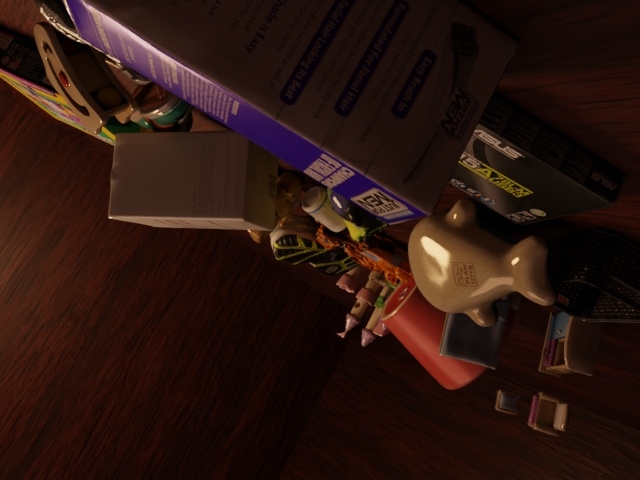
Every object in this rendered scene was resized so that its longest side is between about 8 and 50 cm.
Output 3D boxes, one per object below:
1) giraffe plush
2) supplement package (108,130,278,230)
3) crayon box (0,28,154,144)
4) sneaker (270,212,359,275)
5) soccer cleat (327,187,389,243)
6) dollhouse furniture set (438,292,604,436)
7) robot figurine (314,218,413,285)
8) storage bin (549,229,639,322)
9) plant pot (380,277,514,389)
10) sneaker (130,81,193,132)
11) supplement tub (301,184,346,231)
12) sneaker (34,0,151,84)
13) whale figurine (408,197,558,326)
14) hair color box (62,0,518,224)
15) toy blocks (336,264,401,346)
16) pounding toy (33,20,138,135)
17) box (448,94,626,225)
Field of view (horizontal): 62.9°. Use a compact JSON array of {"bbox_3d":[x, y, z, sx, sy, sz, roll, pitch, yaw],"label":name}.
[{"bbox_3d":[-0.147,-0.123,1.263,0.171,0.181,0.210,37,-154,8],"label":"giraffe plush"},{"bbox_3d":[-0.255,-0.118,1.082,0.293,0.177,0.175,2,176,14],"label":"supplement package"},{"bbox_3d":[-0.661,-0.385,1.397,0.363,0.106,0.313,25,171,19],"label":"crayon box"},{"bbox_3d":[0.000,0.000,1.547,0.385,0.145,0.147,25,-143,-50],"label":"sneaker"},{"bbox_3d":[0.077,-0.073,1.089,0.121,0.094,0.289,57,-177,17],"label":"soccer cleat"},{"bbox_3d":[0.376,0.219,1.088,0.304,0.286,0.198,14,167,12],"label":"dollhouse furniture set"},{"bbox_3d":[0.107,0.015,1.372,0.291,0.085,0.211,29,169,-3],"label":"robot figurine"},{"bbox_3d":[0.405,0.057,0.782,0.122,0.084,0.180,29,169,-2],"label":"storage bin"},{"bbox_3d":[0.305,0.201,1.335,0.243,0.275,0.275,38,170,-1],"label":"plant pot"},{"bbox_3d":[-0.296,-0.266,1.045,0.121,0.108,0.302,25,176,-32],"label":"sneaker"},{"bbox_3d":[0.015,-0.074,1.219,0.107,0.071,0.071,34,168,-35],"label":"supplement tub"},{"bbox_3d":[-0.340,-0.339,0.853,0.106,0.078,0.234,16,168,41],"label":"sneaker"},{"bbox_3d":[0.268,0.031,0.844,0.272,0.141,0.216,0,107,59],"label":"whale figurine"},{"bbox_3d":[-0.018,-0.177,0.465,0.339,0.185,0.110,31,170,-9],"label":"hair color box"},{"bbox_3d":[0.221,0.247,1.725,0.289,0.260,0.309,17,165,47],"label":"toy blocks"},{"bbox_3d":[-0.430,-0.345,0.997,0.269,0.155,0.154,51,149,6],"label":"pounding toy"},{"bbox_3d":[0.228,-0.089,0.643,0.191,0.045,0.184,29,172,-8],"label":"box"}]
